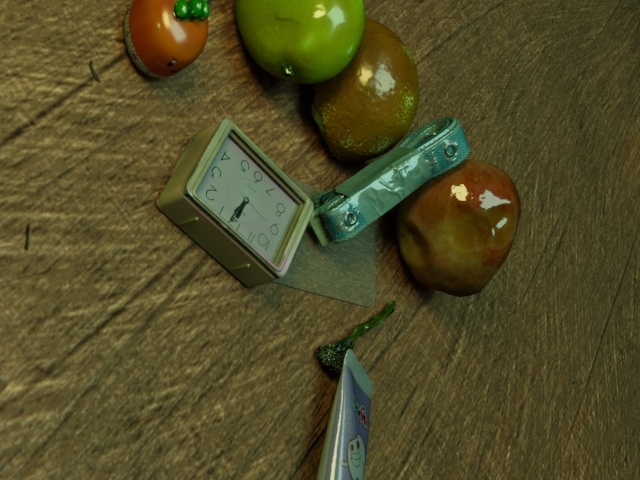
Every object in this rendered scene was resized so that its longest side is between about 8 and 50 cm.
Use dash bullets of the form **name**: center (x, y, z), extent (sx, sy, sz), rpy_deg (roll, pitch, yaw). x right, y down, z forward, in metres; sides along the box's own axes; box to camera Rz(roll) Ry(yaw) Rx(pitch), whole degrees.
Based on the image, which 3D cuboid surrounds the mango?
- **mango**: center (-0.040, -0.357, 1.198), extent (0.273, 0.185, 0.149), rpy_deg (65, 16, 17)

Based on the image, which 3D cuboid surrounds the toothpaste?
- **toothpaste**: center (0.022, 0.339, 1.103), extent (0.125, 0.080, 0.371), rpy_deg (60, 33, -47)

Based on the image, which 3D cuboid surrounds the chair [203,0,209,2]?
- **chair**: center (-0.191, -0.502, 1.078), extent (0.326, 0.183, 0.175), rpy_deg (57, 44, -16)

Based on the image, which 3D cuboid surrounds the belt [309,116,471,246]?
- **belt**: center (0.108, -0.096, 1.256), extent (0.302, 0.087, 0.072), rpy_deg (-34, 118, -17)

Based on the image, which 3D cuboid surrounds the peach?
- **peach**: center (0.232, -0.021, 1.370), extent (0.214, 0.214, 0.235), rpy_deg (-2, 97, -48)

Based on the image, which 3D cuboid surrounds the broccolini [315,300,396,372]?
- **broccolini**: center (0.060, 0.140, 1.249), extent (0.218, 0.042, 0.044), rpy_deg (-36, 103, -54)

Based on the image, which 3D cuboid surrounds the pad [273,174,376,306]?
- **pad**: center (0.000, 0.000, 1.247), extent (0.266, 0.002, 0.176), rpy_deg (19, 64, -43)

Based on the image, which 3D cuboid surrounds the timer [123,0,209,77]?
- **timer**: center (-0.191, -0.284, 1.048), extent (0.099, 0.136, 0.136), rpy_deg (5, 73, -53)

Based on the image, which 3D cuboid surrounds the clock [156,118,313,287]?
- **clock**: center (-0.110, -0.048, 1.087), extent (0.192, 0.071, 0.147), rpy_deg (45, 49, -27)

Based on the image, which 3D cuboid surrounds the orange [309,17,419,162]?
- **orange**: center (0.077, -0.253, 1.302), extent (0.179, 0.158, 0.237), rpy_deg (17, 64, -41)
